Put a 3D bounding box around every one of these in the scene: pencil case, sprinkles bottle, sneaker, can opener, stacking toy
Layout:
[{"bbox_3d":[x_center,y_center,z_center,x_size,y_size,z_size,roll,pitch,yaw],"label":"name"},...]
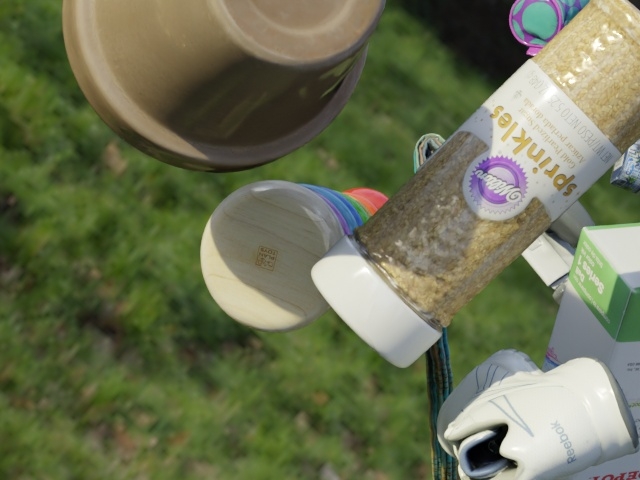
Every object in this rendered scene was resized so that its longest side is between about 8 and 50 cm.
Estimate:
[{"bbox_3d":[0.254,-0.237,1.894,0.064,0.070,0.151,18,23,29],"label":"pencil case"},{"bbox_3d":[0.154,-0.052,1.561,0.121,0.355,0.121,45,7,-7],"label":"sprinkles bottle"},{"bbox_3d":[0.158,0.164,1.613,0.129,0.297,0.111,-24,89,-19],"label":"sneaker"},{"bbox_3d":[0.322,0.050,2.169,0.076,0.095,0.283,-31,74,-29],"label":"can opener"},{"bbox_3d":[0.000,0.000,1.806,0.141,0.141,0.330,45,16,8],"label":"stacking toy"}]

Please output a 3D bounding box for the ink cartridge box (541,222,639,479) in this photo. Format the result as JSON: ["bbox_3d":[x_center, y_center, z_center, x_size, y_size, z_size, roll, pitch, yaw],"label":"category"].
[{"bbox_3d":[0.345,0.123,1.892,0.201,0.278,0.117,-4,36,-22],"label":"ink cartridge box"}]

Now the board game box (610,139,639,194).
[{"bbox_3d":[0.480,-0.133,2.294,0.194,0.060,0.194,18,73,-9],"label":"board game box"}]

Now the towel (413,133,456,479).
[{"bbox_3d":[0.137,0.098,2.107,0.040,0.370,0.271,-3,37,4],"label":"towel"}]

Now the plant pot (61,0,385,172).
[{"bbox_3d":[-0.052,-0.193,1.461,0.263,0.263,0.229,34,-15,-17],"label":"plant pot"}]
